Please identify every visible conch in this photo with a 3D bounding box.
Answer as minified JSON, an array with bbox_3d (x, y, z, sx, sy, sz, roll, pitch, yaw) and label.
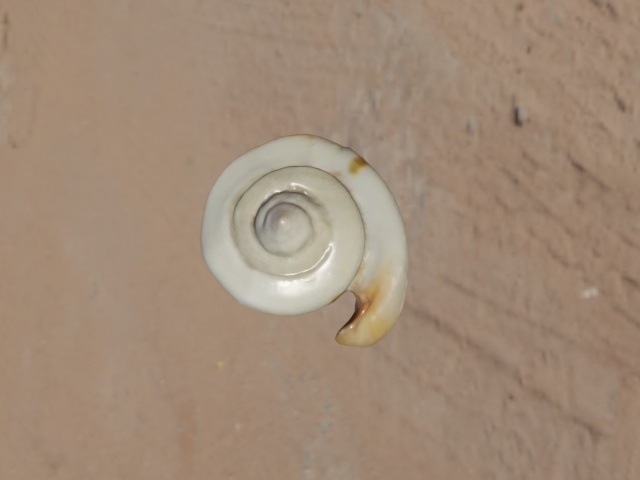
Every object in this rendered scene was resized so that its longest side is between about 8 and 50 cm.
[{"bbox_3d":[0.005,-0.010,0.945,0.158,0.255,0.127,29,100,6],"label":"conch"}]
